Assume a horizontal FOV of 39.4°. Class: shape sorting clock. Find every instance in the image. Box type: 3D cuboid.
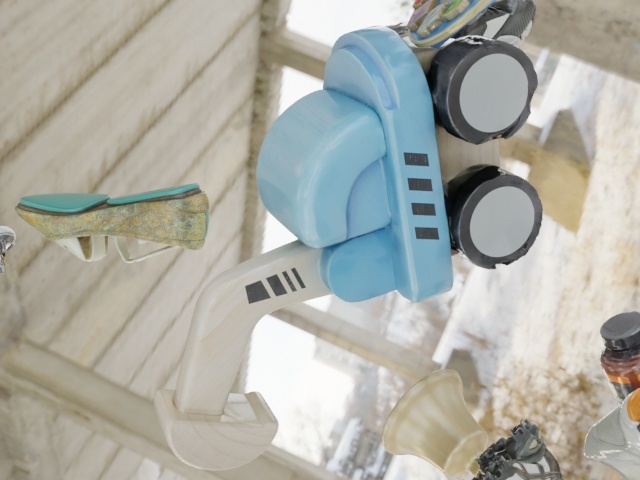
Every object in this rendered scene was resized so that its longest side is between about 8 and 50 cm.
[{"bbox_3d":[0.157,-0.277,0.880,0.206,0.040,0.206,-50,17,21],"label":"shape sorting clock"}]

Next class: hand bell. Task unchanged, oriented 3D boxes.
[{"bbox_3d":[0.191,0.265,0.990,0.126,0.242,0.126,-25,-44,-27],"label":"hand bell"}]

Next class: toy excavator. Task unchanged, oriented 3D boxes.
[{"bbox_3d":[0.000,0.000,0.995,0.222,0.445,0.433,-136,32,-62],"label":"toy excavator"}]

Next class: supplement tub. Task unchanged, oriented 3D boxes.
[{"bbox_3d":[0.476,0.203,1.307,0.198,0.106,0.106,63,-148,-18],"label":"supplement tub"}]

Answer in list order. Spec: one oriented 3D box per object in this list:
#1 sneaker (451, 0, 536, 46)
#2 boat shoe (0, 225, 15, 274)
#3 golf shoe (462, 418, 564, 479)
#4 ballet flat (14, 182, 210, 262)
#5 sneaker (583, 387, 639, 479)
[{"bbox_3d":[0.202,-0.287,1.201,0.234,0.078,0.106,-34,-40,-17],"label":"sneaker"},{"bbox_3d":[-0.541,0.032,1.459,0.065,0.083,0.183,-42,-2,15],"label":"boat shoe"},{"bbox_3d":[0.159,0.222,0.731,0.077,0.094,0.198,-43,-12,34],"label":"golf shoe"},{"bbox_3d":[-0.325,-0.021,1.382,0.123,0.348,0.123,-2,-90,-67],"label":"ballet flat"},{"bbox_3d":[0.419,0.259,1.014,0.121,0.262,0.099,-47,13,49],"label":"sneaker"}]
